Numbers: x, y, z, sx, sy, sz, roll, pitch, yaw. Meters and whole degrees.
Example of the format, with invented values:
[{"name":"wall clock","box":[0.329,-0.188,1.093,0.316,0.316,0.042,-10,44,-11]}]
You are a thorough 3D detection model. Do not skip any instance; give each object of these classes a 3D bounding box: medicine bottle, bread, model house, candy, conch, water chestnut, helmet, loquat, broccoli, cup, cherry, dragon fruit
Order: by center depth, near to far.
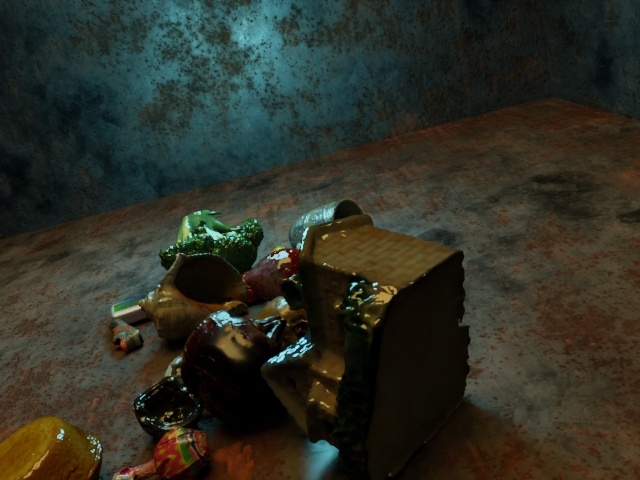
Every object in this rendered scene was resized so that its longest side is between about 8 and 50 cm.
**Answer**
[{"name":"model house","box":[0.063,0.205,1.291,0.400,0.445,0.395,21,38,40]},{"name":"bread","box":[-0.630,0.532,1.303,0.312,0.172,0.312,-26,26,13]},{"name":"candy","box":[-0.424,0.531,1.352,0.365,0.124,0.124,-22,22,2]},{"name":"water chestnut","box":[-0.201,0.306,1.484,0.289,0.289,0.244,1,11,32]},{"name":"helmet","box":[-0.383,0.442,1.505,0.177,0.107,0.153,24,33,25]},{"name":"loquat","box":[-0.094,0.248,1.659,0.176,0.187,0.234,-16,-1,-20]},{"name":"conch","box":[-0.425,0.173,1.970,0.352,0.297,0.210,-2,15,-41]},{"name":"cherry","box":[-0.133,0.122,1.996,0.249,0.192,0.175,-6,-2,6]},{"name":"dragon fruit","box":[-0.228,0.158,2.080,0.162,0.106,0.083,-24,25,-29]},{"name":"medicine bottle","box":[-0.644,0.241,2.162,0.219,0.078,0.115,-18,21,-11]},{"name":"broccoli","box":[-0.395,0.046,2.208,0.413,0.321,0.310,-24,53,-29]},{"name":"cup","box":[0.000,0.000,2.211,0.257,0.227,0.301,-13,24,38]}]

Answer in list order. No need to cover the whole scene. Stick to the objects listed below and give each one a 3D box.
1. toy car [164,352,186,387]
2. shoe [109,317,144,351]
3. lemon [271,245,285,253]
[{"name":"toy car","box":[-0.325,0.328,1.728,0.193,0.118,0.301,-9,22,17]},{"name":"shoe","box":[-0.675,0.321,2.007,0.194,0.074,0.077,13,39,44]},{"name":"lemon","box":[-0.156,0.055,2.333,0.092,0.065,0.065,-6,22,42]}]
